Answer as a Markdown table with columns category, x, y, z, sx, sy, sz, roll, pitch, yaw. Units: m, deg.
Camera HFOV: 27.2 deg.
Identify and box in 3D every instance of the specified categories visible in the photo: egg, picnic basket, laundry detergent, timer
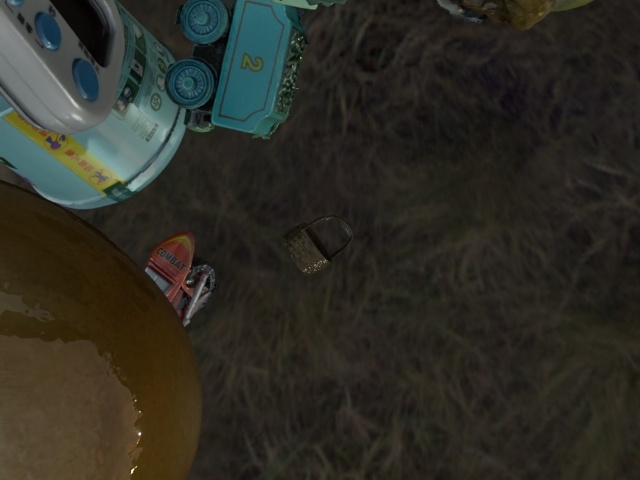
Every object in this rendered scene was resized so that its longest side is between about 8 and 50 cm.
| category | x | y | z | sx | sy | sz | roll | pitch | yaw |
| --- | --- | --- | --- | --- | --- | --- | --- | --- | --- |
| egg | -0.250 | 0.092 | 0.845 | 0.351 | 0.282 | 0.282 | 8 | 107 | 3 |
| picnic basket | 0.000 | 0.000 | 1.712 | 0.083 | 0.072 | 0.072 | -33 | 103 | 10 |
| laundry detergent | -0.355 | -0.213 | 1.869 | 0.287 | 0.287 | 0.305 | -32 | 143 | 11 |
| timer | -0.313 | -0.252 | 1.440 | 0.087 | 0.237 | 0.262 | -19 | 132 | 18 |

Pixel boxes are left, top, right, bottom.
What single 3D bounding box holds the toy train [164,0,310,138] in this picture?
| category | x | y | z | sx | sy | sz | roll | pitch | yaw |
| --- | --- | --- | --- | --- | --- | --- | --- | --- | --- |
| toy train | -0.109 | -0.236 | 1.748 | 0.163 | 0.112 | 0.203 | 13 | 96 | 11 |

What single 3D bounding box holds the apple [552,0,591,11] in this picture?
| category | x | y | z | sx | sy | sz | roll | pitch | yaw |
| --- | --- | --- | --- | --- | --- | --- | --- | --- | --- |
| apple | 0.339 | -0.483 | 1.809 | 0.233 | 0.258 | 0.295 | -42 | 104 | -22 |

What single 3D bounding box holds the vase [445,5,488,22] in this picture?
| category | x | y | z | sx | sy | sz | roll | pitch | yaw |
| --- | --- | --- | --- | --- | --- | --- | --- | --- | --- |
| vase | 0.182 | -0.319 | 1.414 | 0.059 | 0.059 | 0.167 | 23 | 77 | -4 |

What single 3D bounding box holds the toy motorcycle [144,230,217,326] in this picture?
| category | x | y | z | sx | sy | sz | roll | pitch | yaw |
| --- | --- | --- | --- | --- | --- | --- | --- | --- | --- |
| toy motorcycle | -0.251 | 0.128 | 1.763 | 0.089 | 0.171 | 0.298 | 34 | 77 | 30 |

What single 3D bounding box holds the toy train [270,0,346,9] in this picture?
| category | x | y | z | sx | sy | sz | roll | pitch | yaw |
| --- | --- | --- | --- | --- | --- | --- | --- | --- | --- |
| toy train | -0.076 | -0.254 | 0.778 | 0.272 | 0.159 | 0.188 | 9 | 123 | -7 |

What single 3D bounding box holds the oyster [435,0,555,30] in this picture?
| category | x | y | z | sx | sy | sz | roll | pitch | yaw |
| --- | --- | --- | --- | --- | --- | --- | --- | --- | --- |
| oyster | 0.008 | -0.175 | 0.568 | 0.129 | 0.345 | 0.078 | -5 | 71 | 38 |
